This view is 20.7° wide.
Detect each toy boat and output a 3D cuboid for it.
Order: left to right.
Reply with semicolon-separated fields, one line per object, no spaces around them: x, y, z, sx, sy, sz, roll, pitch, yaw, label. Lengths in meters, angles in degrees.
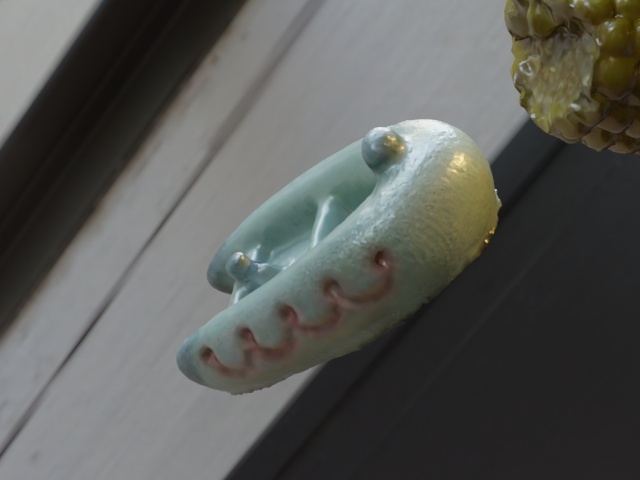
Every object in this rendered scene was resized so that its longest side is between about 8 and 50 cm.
0.000;0.000;0.940;0.079;0.207;0.134;47;37;-21;toy boat

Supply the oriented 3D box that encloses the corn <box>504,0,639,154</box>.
0.255;-0.100;0.756;0.363;0.120;0.120;-5;36;-12;corn
